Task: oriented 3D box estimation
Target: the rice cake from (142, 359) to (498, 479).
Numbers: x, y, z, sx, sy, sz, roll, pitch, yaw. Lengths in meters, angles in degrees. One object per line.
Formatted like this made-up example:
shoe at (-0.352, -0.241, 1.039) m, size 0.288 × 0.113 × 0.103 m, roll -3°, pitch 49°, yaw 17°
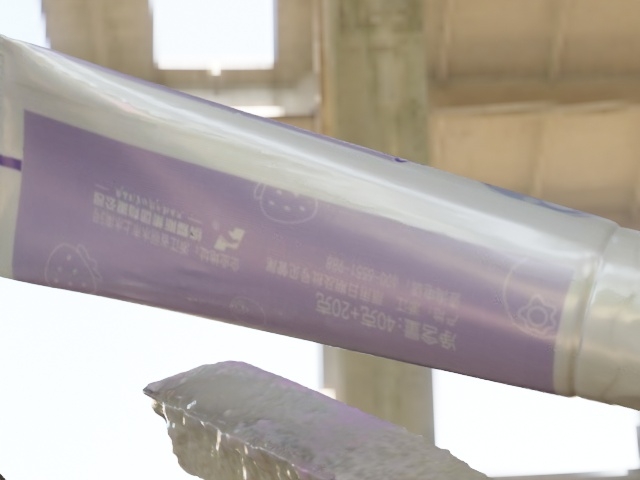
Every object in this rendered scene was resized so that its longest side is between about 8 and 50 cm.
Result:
rice cake at (0.040, 0.144, 1.077) m, size 0.070 × 0.064 × 0.399 m, roll -29°, pitch 29°, yaw -31°

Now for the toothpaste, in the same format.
toothpaste at (0.000, 0.000, 0.884) m, size 0.371 × 0.125 × 0.080 m, roll 13°, pitch 23°, yaw 16°

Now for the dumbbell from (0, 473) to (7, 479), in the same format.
dumbbell at (-0.272, 0.269, 1.150) m, size 0.185 × 0.185 × 0.388 m, roll 3°, pitch -52°, yaw -10°
